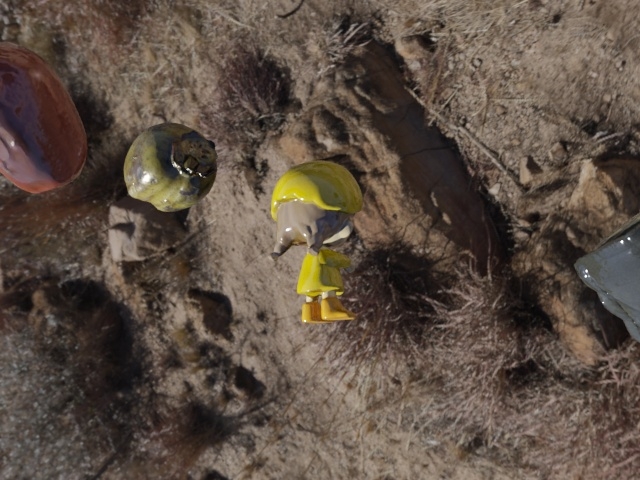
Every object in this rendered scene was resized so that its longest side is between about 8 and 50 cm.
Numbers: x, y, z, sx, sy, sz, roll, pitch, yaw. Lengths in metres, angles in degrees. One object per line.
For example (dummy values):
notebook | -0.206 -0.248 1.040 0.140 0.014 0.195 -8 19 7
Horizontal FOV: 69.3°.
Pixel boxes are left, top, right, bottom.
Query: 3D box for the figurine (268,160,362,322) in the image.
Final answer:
figurine | 0.000 0.000 0.983 0.215 0.187 0.343 -16 75 39

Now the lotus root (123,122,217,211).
lotus root | -0.257 -0.134 0.820 0.278 0.154 0.154 -9 111 56

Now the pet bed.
pet bed | 0.473 0.057 0.596 0.211 0.159 0.183 54 127 14

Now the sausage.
sausage | -0.183 -0.073 0.287 0.059 0.054 0.094 1 138 5
